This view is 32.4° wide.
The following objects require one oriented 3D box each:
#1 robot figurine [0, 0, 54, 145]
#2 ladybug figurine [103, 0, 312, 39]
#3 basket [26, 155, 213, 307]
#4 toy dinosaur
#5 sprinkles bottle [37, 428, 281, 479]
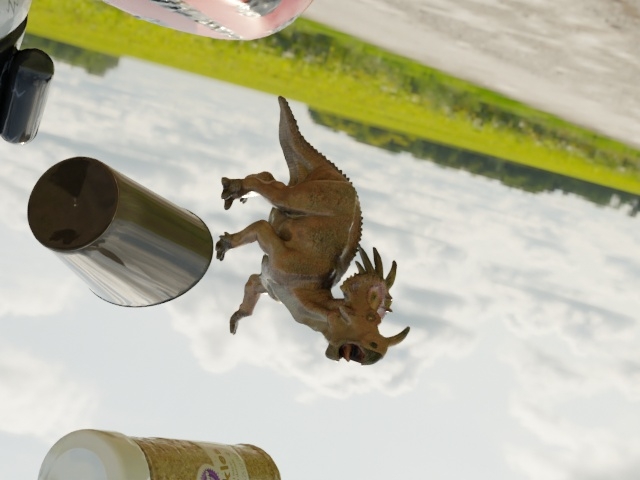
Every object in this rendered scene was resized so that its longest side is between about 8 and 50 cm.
[{"bbox_3d":[-0.351,-0.176,0.951,0.209,0.278,0.174,0,-124,-31],"label":"robot figurine"},{"bbox_3d":[-0.143,-0.324,1.162,0.305,0.162,0.449,1,173,33],"label":"ladybug figurine"},{"bbox_3d":[-0.275,-0.013,1.461,0.204,0.154,0.227,-6,161,13],"label":"basket"},{"bbox_3d":[0.000,0.000,1.169,0.200,0.296,0.127,1,161,8],"label":"toy dinosaur"},{"bbox_3d":[-0.177,0.293,1.307,0.121,0.121,0.355,18,177,29],"label":"sprinkles bottle"}]
